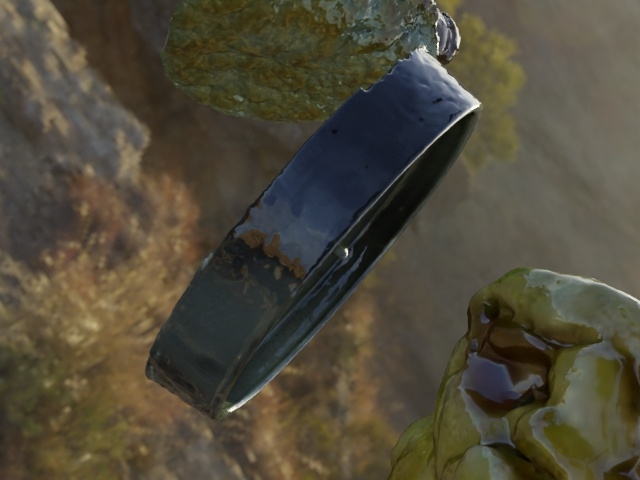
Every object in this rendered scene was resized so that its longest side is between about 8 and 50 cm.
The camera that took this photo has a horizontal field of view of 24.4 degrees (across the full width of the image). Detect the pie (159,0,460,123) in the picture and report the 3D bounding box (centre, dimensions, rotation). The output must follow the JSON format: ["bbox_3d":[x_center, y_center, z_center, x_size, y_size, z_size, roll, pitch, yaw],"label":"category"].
[{"bbox_3d":[-0.014,-0.185,1.304,0.274,0.257,0.105,57,16,-64],"label":"pie"}]

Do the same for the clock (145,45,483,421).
[{"bbox_3d":[0.000,0.000,0.961,0.055,0.280,0.280,41,19,7],"label":"clock"}]

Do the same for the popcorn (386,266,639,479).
[{"bbox_3d":[0.122,0.117,0.636,0.203,0.226,0.200,37,51,-63],"label":"popcorn"}]
